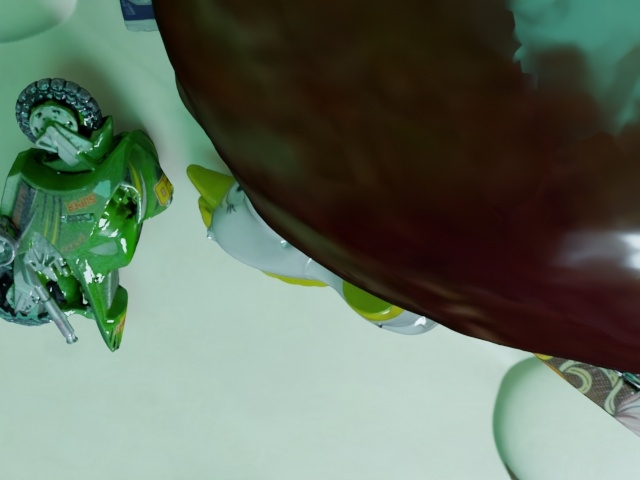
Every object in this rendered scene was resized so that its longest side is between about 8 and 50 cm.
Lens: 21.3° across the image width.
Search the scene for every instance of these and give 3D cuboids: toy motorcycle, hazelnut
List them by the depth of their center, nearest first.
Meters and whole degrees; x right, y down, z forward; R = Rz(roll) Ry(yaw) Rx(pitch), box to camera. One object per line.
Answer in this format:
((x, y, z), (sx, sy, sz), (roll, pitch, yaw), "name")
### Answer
((0.128, -0.117, 0.689), (0.421, 0.353, 0.421), (-11, 142, -8), "hazelnut")
((-0.149, -0.015, 1.047), (0.106, 0.074, 0.190), (17, 127, -3), "toy motorcycle")

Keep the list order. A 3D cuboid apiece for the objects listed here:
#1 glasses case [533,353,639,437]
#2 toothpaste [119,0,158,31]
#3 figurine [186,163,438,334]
((0.195, 0.051, 0.930), (0.321, 0.122, 0.082), (37, 126, -7), "glasses case")
((-0.109, -0.177, 0.947), (0.037, 0.021, 0.140), (3, 127, 23), "toothpaste")
((-0.001, -0.005, 0.988), (0.178, 0.109, 0.129), (25, 151, 6), "figurine")
